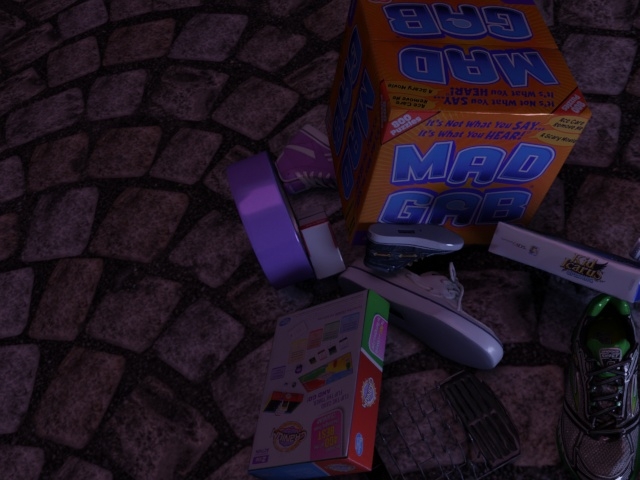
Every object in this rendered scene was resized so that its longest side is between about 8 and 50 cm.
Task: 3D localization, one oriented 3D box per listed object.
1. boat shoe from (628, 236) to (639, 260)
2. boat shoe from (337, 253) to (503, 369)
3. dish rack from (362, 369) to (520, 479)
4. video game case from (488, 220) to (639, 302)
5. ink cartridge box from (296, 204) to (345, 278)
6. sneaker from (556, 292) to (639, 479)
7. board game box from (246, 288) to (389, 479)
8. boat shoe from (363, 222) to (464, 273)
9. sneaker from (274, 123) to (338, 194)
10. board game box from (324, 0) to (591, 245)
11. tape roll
[{"bbox_3d":[0.654,-0.018,1.391,0.076,0.080,0.229,37,47,24],"label":"boat shoe"},{"bbox_3d":[0.214,0.106,1.439,0.367,0.135,0.156,25,62,41],"label":"boat shoe"},{"bbox_3d":[0.196,0.342,1.298,0.272,0.074,0.208,-28,53,-4],"label":"dish rack"},{"bbox_3d":[0.454,0.036,1.327,0.244,0.270,0.061,20,97,28],"label":"video game case"},{"bbox_3d":[0.000,0.000,1.542,0.063,0.109,0.150,-20,17,2],"label":"ink cartridge box"},{"bbox_3d":[0.459,0.242,1.244,0.134,0.146,0.343,0,56,17],"label":"sneaker"},{"bbox_3d":[-0.002,0.262,1.357,0.242,0.064,0.316,-20,46,38],"label":"board game box"},{"bbox_3d":[0.172,0.017,1.414,0.184,0.083,0.065,5,33,-7],"label":"boat shoe"},{"bbox_3d":[0.009,-0.140,1.697,0.161,0.102,0.282,-47,48,-9],"label":"sneaker"},{"bbox_3d":[0.231,-0.236,1.457,0.357,0.356,0.356,-1,52,-12],"label":"board game box"},{"bbox_3d":[-0.099,-0.040,1.535,0.090,0.274,0.274,-22,52,1],"label":"tape roll"}]
